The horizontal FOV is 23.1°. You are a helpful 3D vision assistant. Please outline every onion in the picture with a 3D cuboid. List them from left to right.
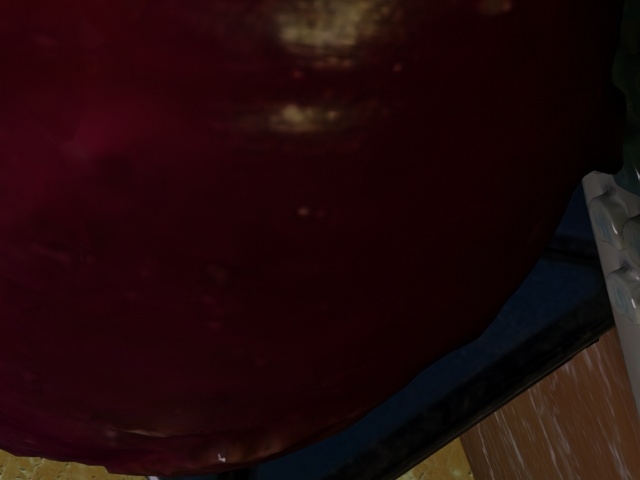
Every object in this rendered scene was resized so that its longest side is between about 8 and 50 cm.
[{"bbox_3d":[-0.101,-0.090,0.454,0.347,0.385,0.348,14,108,49],"label":"onion"}]

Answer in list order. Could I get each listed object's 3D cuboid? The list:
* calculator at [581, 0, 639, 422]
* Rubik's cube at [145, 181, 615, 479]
[{"bbox_3d":[0.137,0.003,0.537,0.256,0.054,0.386,-118,9,-78],"label":"calculator"},{"bbox_3d":[0.000,0.000,0.810,0.259,0.260,0.255,59,179,8],"label":"Rubik's cube"}]
